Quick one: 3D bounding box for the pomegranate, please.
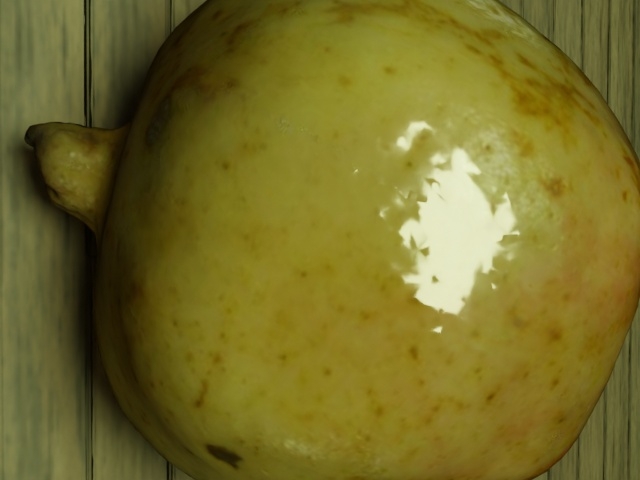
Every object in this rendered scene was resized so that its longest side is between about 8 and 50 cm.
[{"bbox_3d":[0.000,0.000,0.534,0.342,0.342,0.342,-2,93,-46],"label":"pomegranate"}]
